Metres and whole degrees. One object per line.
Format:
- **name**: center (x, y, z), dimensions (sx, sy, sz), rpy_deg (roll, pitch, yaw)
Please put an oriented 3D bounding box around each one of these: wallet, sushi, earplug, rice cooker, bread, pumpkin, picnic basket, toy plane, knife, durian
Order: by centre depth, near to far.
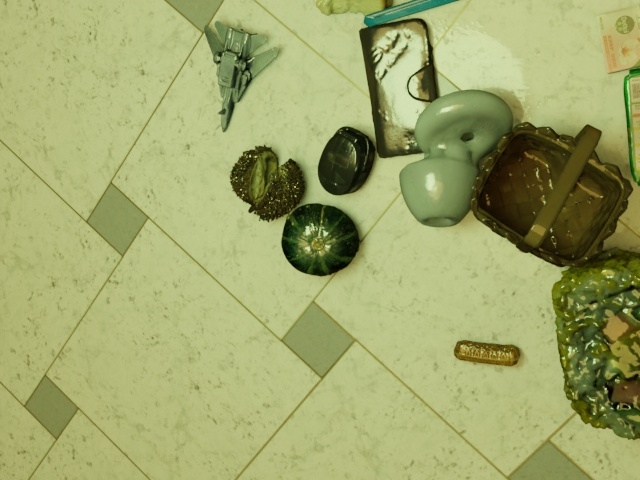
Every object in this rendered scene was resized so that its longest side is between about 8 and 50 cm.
- **picnic basket**: center (0.462, -0.093, 1.621), dimensions (0.291, 0.321, 0.254), rpy_deg (31, 90, 8)
- **sushi**: center (0.682, 0.212, 1.669), dimensions (0.351, 0.240, 0.397), rpy_deg (-8, 95, 24)
- **bread**: center (0.067, -0.612, 1.758), dimensions (0.183, 0.211, 0.224), rpy_deg (10, 99, 13)
- **earplug**: center (0.294, -0.181, 1.763), dimensions (0.214, 0.175, 0.326), rpy_deg (12, 116, -23)
- **knife**: center (0.236, -0.533, 1.787), dimensions (0.296, 0.044, 0.026), rpy_deg (-13, 54, 16)
- **wallet**: center (0.187, -0.351, 1.857), dimensions (0.165, 0.042, 0.310), rpy_deg (-4, 99, 24)
- **bread**: center (0.394, 0.267, 1.901), dimensions (0.157, 0.044, 0.052), rpy_deg (4, 99, 21)
- **rice cooker**: center (0.063, -0.186, 1.904), dimensions (0.112, 0.106, 0.165), rpy_deg (32, 108, 24)
- **pumpkin**: center (-0.001, 0.000, 1.948), dimensions (0.190, 0.146, 0.190), rpy_deg (3, 100, 20)
- **durian**: center (-0.138, -0.132, 1.972), dimensions (0.196, 0.167, 0.196), rpy_deg (17, 120, 32)
- **toy plane**: center (-0.225, -0.394, 1.986), dimensions (0.212, 0.088, 0.267), rpy_deg (22, 108, 17)

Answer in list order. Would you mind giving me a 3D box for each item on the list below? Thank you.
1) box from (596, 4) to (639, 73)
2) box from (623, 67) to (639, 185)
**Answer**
- **box**: center (0.629, -0.417, 1.664), dimensions (0.089, 0.043, 0.125), rpy_deg (-12, 97, 23)
- **box**: center (0.718, -0.239, 1.636), dimensions (0.180, 0.103, 0.250), rpy_deg (-3, 98, 22)
